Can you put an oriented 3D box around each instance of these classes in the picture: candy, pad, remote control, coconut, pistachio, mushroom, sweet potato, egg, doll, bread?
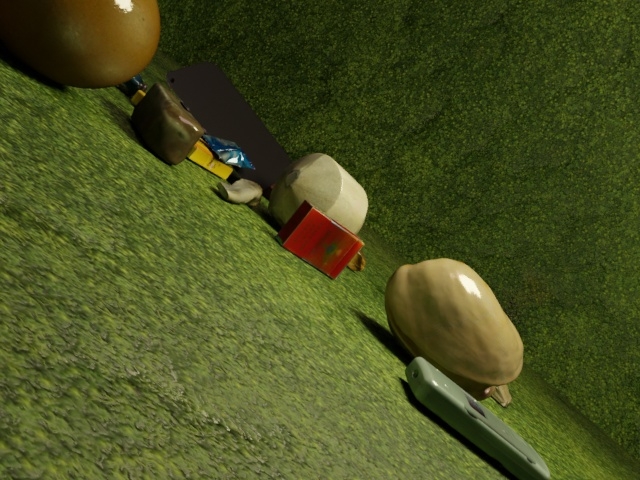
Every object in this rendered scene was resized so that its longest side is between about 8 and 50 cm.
[{"bbox_3d":[-0.321,-0.244,1.677,0.102,0.104,0.234,34,9,-30],"label":"candy"},{"bbox_3d":[-0.227,-0.294,2.096,0.375,0.063,0.315,53,34,0],"label":"pad"},{"bbox_3d":[0.273,0.319,1.398,0.296,0.056,0.140,39,8,-11],"label":"remote control"},{"bbox_3d":[-0.013,-0.093,1.914,0.241,0.241,0.241,39,7,-6],"label":"coconut"},{"bbox_3d":[-0.220,-0.214,1.928,0.136,0.038,0.088,16,35,-51],"label":"candy"},{"bbox_3d":[0.267,0.176,1.645,0.321,0.229,0.238,45,49,2],"label":"pistachio"},{"bbox_3d":[-0.181,-0.106,1.793,0.059,0.054,0.202,35,11,9],"label":"mushroom"},{"bbox_3d":[0.039,-0.009,2.200,0.243,0.077,0.077,45,9,32],"label":"sweet potato"},{"bbox_3d":[-0.443,-0.425,1.450,0.282,0.282,0.351,45,7,37],"label":"egg"},{"bbox_3d":[-0.499,-0.421,1.999,0.114,0.085,0.152,26,-17,48],"label":"doll"},{"bbox_3d":[0.438,0.328,2.013,0.152,0.105,0.077,41,14,21],"label":"bread"}]

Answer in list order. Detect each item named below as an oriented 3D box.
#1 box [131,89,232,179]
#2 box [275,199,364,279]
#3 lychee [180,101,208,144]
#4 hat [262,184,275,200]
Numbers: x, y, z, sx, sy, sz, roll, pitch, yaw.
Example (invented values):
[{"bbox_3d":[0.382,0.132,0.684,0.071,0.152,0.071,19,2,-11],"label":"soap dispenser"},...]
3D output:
[{"bbox_3d":[-0.335,-0.257,1.949,0.269,0.043,0.152,43,8,31],"label":"box"},{"bbox_3d":[0.000,0.000,1.778,0.175,0.112,0.048,36,7,-35],"label":"box"},{"bbox_3d":[-0.308,-0.338,2.171,0.171,0.171,0.171,39,7,-6],"label":"lychee"},{"bbox_3d":[-0.112,-0.153,2.265,0.205,0.089,0.205,38,6,-5],"label":"hat"}]
